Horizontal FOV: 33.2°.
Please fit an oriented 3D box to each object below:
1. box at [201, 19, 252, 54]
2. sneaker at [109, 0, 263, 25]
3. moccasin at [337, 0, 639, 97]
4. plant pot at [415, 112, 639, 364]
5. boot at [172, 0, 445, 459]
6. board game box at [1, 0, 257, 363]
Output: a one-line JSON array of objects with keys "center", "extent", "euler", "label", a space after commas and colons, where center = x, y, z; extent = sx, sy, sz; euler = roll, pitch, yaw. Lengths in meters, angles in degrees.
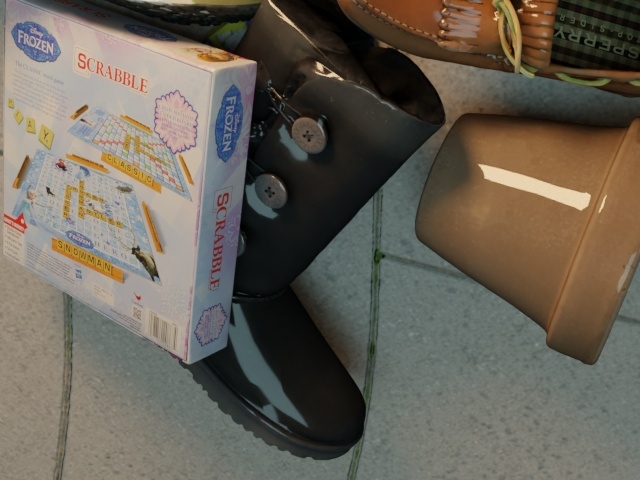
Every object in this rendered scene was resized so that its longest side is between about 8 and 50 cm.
[{"center": [-0.026, -0.227, 1.157], "extent": [0.179, 0.043, 0.105], "euler": [-32, 110, 19], "label": "box"}, {"center": [-0.223, -0.339, 1.067], "extent": [0.410, 0.158, 0.182], "euler": [21, 98, -1], "label": "sneaker"}, {"center": [0.198, -0.216, 1.028], "extent": [0.380, 0.147, 0.139], "euler": [18, 89, -15], "label": "moccasin"}, {"center": [0.231, -0.031, 1.134], "extent": [0.229, 0.263, 0.263], "euler": [23, 119, 14], "label": "plant pot"}, {"center": [-0.002, -0.001, 1.161], "extent": [0.367, 0.146, 0.445], "euler": [37, 122, -1], "label": "boot"}, {"center": [-0.218, -0.076, 1.144], "extent": [0.318, 0.066, 0.318], "euler": [25, 119, 32], "label": "board game box"}]
